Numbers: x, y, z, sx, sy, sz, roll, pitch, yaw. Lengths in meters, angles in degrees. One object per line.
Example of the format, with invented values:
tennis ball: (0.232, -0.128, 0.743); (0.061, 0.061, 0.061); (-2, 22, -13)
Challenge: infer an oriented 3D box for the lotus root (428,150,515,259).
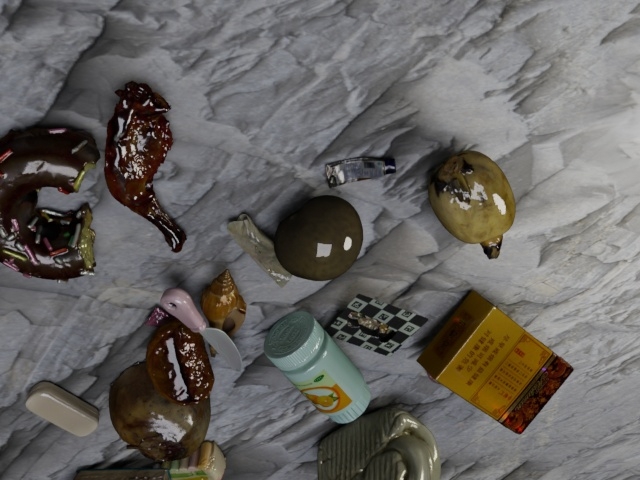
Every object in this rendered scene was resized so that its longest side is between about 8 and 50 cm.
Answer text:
lotus root: (0.373, -0.076, 1.487); (0.183, 0.182, 0.310); (-33, 123, 8)

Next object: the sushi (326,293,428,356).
sushi: (0.146, 0.212, 1.674); (0.215, 0.050, 0.192); (22, 129, -19)

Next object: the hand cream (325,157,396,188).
hand cream: (0.095, -0.163, 1.453); (0.163, 0.039, 0.062); (-8, 124, -1)

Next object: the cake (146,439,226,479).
cake: (-0.390, 0.677, 1.812); (0.225, 0.090, 0.109); (-23, 126, 3)

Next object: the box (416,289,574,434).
box: (0.503, 0.356, 1.772); (0.415, 0.116, 0.264); (34, 94, -29)

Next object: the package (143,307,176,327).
package: (-0.392, 0.201, 1.560); (0.083, 0.029, 0.059); (30, 105, -37)

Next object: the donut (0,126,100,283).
donut: (-0.596, -0.071, 1.296); (0.259, 0.136, 0.345); (3, 118, -18)

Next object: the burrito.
burrito: (-0.132, 0.025, 1.495); (0.087, 0.060, 0.226); (-35, 122, 15)

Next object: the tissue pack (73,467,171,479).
tissue pack: (-0.562, 0.749, 1.765); (0.271, 0.134, 0.192); (-1, 122, 1)

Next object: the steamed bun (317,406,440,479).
steamed bun: (0.179, 0.682, 1.801); (0.368, 0.342, 0.255); (-26, 127, 24)

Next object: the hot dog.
hot dog: (-0.344, 0.297, 1.553); (0.160, 0.099, 0.226); (-20, 108, -42)

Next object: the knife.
knife: (-0.267, 0.223, 1.521); (0.081, 0.043, 0.336); (-11, 135, 28)

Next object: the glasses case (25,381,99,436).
glasses case: (-0.670, 0.442, 1.630); (0.083, 0.050, 0.196); (-37, 121, 13)

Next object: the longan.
longan: (0.000, 0.000, 1.438); (0.212, 0.198, 0.198); (-33, 123, -9)

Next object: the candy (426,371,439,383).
candy: (0.359, 0.373, 1.822); (0.103, 0.043, 0.103); (-6, 123, -10)

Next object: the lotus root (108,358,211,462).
lotus root: (-0.422, 0.465, 1.633); (0.272, 0.192, 0.272); (-6, 128, -7)

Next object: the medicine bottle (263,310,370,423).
medicine bottle: (0.000, 0.344, 1.658); (0.158, 0.158, 0.318); (-33, 121, 8)

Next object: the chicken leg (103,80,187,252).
chicken leg: (-0.377, -0.139, 1.332); (0.158, 0.096, 0.407); (-21, 127, -22)

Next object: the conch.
conch: (-0.249, 0.179, 1.556); (0.109, 0.093, 0.330); (-12, 145, -25)
